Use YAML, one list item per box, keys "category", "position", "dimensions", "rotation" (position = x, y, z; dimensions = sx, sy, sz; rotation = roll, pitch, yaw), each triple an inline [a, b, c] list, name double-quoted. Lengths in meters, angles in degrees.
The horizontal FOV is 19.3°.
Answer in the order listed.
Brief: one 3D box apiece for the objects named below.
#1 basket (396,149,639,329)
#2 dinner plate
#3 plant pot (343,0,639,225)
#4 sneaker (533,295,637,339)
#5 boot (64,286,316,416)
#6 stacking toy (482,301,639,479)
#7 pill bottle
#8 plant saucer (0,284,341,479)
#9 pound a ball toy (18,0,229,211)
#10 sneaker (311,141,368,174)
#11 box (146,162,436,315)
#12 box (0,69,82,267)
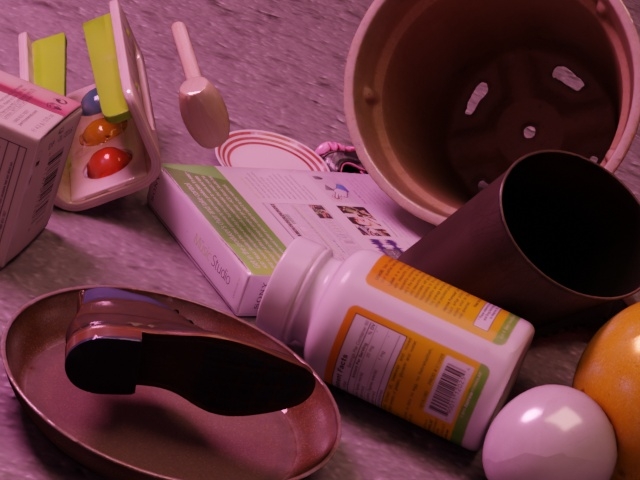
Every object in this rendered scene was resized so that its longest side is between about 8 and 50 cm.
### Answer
- category: "basket"
  position: [0.185, 0.025, 1.888]
  dimensions: [0.204, 0.227, 0.154]
  rotation: [10, 63, -35]
- category: "dinner plate"
  position: [-0.057, -0.086, 2.203]
  dimensions: [0.141, 0.017, 0.141]
  rotation: [13, 32, -8]
- category: "plant pot"
  position: [0.226, -0.151, 2.189]
  dimensions: [0.334, 0.334, 0.305]
  rotation: [28, 1, 17]
- category: "sneaker"
  position: [0.267, 0.070, 2.081]
  dimensions: [0.083, 0.118, 0.222]
  rotation: [43, 4, 38]
- category: "boot"
  position: [-0.114, 0.087, 1.635]
  dimensions: [0.219, 0.082, 0.106]
  rotation: [10, 29, -16]
- category: "stacking toy"
  position: [0.365, 0.158, 1.800]
  dimensions: [0.480, 0.350, 0.350]
  rotation: [-19, 42, -27]
- category: "pill bottle"
  position: [0.069, 0.091, 1.807]
  dimensions: [0.246, 0.136, 0.136]
  rotation: [25, 25, 10]
- category: "plant saucer"
  position: [-0.135, 0.141, 1.663]
  dimensions: [0.311, 0.050, 0.310]
  rotation: [17, 26, -8]
- category: "pound a ball toy"
  position: [-0.208, -0.145, 2.042]
  dimensions: [0.208, 0.135, 0.319]
  rotation: [-20, 31, 0]
- category: "sneaker"
  position: [0.048, -0.091, 2.278]
  dimensions: [0.119, 0.047, 0.057]
  rotation: [-9, 43, -33]
- category: "box"
  position: [0.000, 0.000, 2.040]
  dimensions: [0.322, 0.058, 0.232]
  rotation: [3, 30, -34]
- category: "box"
  position: [-0.374, -0.097, 1.847]
  dimensions: [0.232, 0.148, 0.127]
  rotation: [23, 25, 5]
